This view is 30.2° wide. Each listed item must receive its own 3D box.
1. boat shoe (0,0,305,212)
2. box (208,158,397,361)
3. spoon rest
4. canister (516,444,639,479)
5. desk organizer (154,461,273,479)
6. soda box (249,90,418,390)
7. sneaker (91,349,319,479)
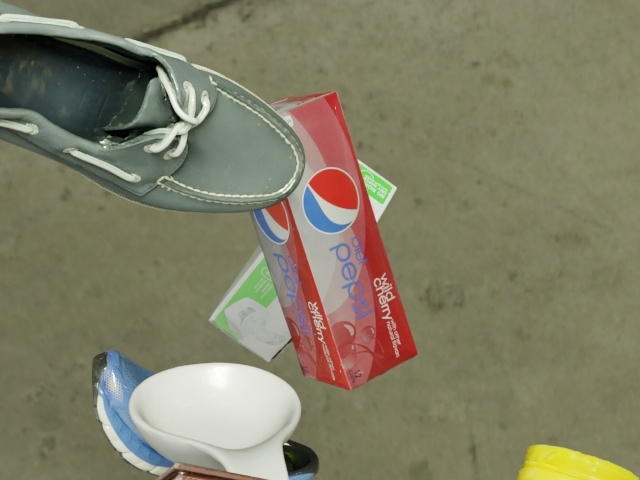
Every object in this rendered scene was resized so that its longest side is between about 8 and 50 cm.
[{"bbox_3d":[-0.134,-0.084,0.845,0.099,0.319,0.116,28,96,57],"label":"boat shoe"},{"bbox_3d":[-0.028,0.025,1.794,0.126,0.262,0.231,36,54,-5],"label":"box"},{"bbox_3d":[-0.064,0.162,0.894,0.137,0.084,0.276,-4,28,-18],"label":"spoon rest"},{"bbox_3d":[0.137,0.225,0.724,0.073,0.126,0.170,15,69,17],"label":"canister"},{"bbox_3d":[0.007,0.108,0.358,0.130,0.047,0.050,15,60,-21],"label":"desk organizer"},{"bbox_3d":[0.000,0.000,1.097,0.083,0.263,0.092,-25,16,-27],"label":"soda box"},{"bbox_3d":[-0.131,0.212,1.400,0.147,0.330,0.130,-41,34,17],"label":"sneaker"}]
